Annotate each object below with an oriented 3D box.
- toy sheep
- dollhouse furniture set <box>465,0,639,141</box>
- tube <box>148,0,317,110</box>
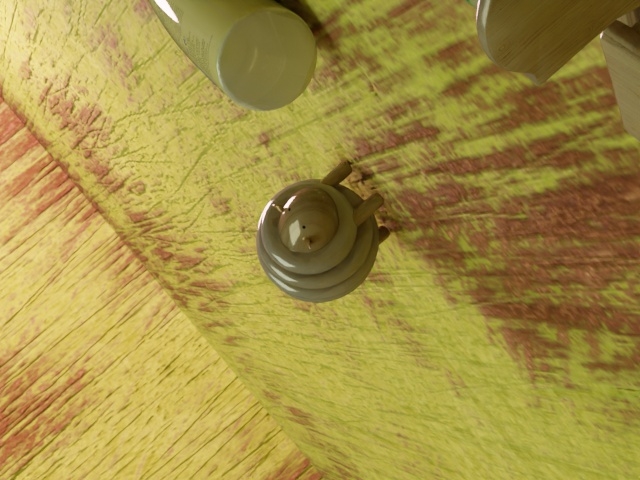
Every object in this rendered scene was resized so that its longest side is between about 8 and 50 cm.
[{"bbox_3d":[0.000,0.000,1.264,0.091,0.091,0.132,45,170,23],"label":"toy sheep"},{"bbox_3d":[0.044,-0.106,0.616,0.182,0.101,0.161,42,168,36],"label":"dollhouse furniture set"},{"bbox_3d":[-0.072,-0.142,1.155,0.240,0.062,0.070,-138,55,-61],"label":"tube"}]
